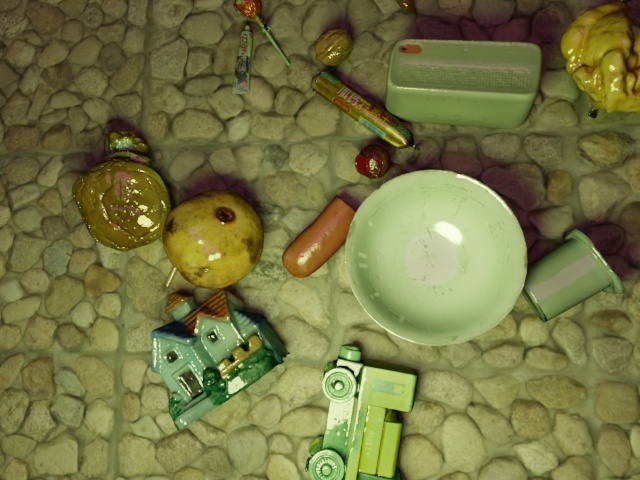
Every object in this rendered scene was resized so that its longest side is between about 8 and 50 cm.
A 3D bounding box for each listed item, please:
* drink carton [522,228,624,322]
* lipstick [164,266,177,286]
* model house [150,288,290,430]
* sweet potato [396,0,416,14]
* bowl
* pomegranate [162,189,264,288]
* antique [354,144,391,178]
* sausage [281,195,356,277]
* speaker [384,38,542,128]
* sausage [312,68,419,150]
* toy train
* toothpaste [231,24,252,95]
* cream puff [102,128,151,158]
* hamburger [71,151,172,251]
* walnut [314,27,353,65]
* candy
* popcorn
[{"bbox_3d":[0.603,0.092,1.151,0.189,0.191,0.185,-29,80,12],"label":"drink carton"},{"bbox_3d":[-0.455,0.098,1.418,0.019,0.019,0.094,24,86,13],"label":"lipstick"},{"bbox_3d":[-0.303,0.259,1.229,0.295,0.252,0.329,-34,83,11],"label":"model house"},{"bbox_3d":[0.218,-0.803,1.405,0.067,0.067,0.274,-27,84,5],"label":"sweet potato"},{"bbox_3d":[0.288,0.048,1.201,0.435,0.196,0.435,-1,82,10],"label":"bowl"},{"bbox_3d":[-0.292,-0.006,1.281,0.281,0.281,0.281,-1,82,10],"label":"pomegranate"},{"bbox_3d":[0.154,-0.226,1.316,0.104,0.104,0.104,-1,82,10],"label":"antique"},{"bbox_3d":[0.000,0.000,1.306,0.113,0.113,0.259,43,91,13],"label":"sausage"},{"bbox_3d":[0.381,-0.434,1.259,0.406,0.184,0.183,7,84,11],"label":"speaker"},{"bbox_3d":[0.138,-0.370,1.349,0.371,0.082,0.082,38,90,12],"label":"sausage"},{"bbox_3d":[0.107,0.482,1.199,0.253,0.160,0.397,10,84,4],"label":"toy train"},{"bbox_3d":[-0.245,-0.577,1.468,0.060,0.038,0.233,4,85,10],"label":"toothpaste"},{"bbox_3d":[-0.613,-0.280,1.458,0.156,0.156,0.121,-33,35,4],"label":"cream puff"},{"bbox_3d":[-0.592,-0.113,1.379,0.265,0.134,0.285,-20,108,11],"label":"hamburger"},{"bbox_3d":[0.038,-0.583,1.387,0.124,0.105,0.105,-37,77,8],"label":"walnut"},{"bbox_3d":[-0.180,-0.670,1.460,0.084,0.078,0.287,-32,86,-3],"label":"candy"},{"bbox_3d":[0.781,-0.438,1.172,0.297,0.281,0.316,-1,47,-25],"label":"popcorn"}]
